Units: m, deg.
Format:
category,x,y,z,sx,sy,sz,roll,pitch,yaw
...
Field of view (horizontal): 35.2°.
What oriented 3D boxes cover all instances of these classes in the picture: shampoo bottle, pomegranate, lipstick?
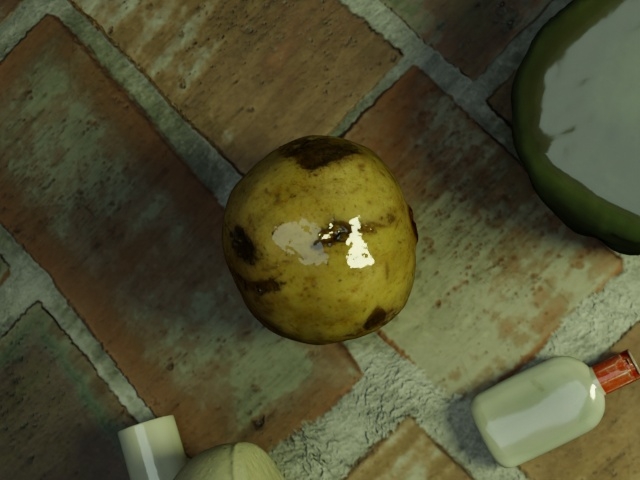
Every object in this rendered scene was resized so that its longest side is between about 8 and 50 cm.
category,x,y,z,sx,sy,sz,roll,pitch,yaw
shampoo bottle,0.311,0.208,1.321,0.221,0.051,0.108,-29,74,14
pomegranate,0.000,0.000,1.335,0.281,0.281,0.281,-2,84,18
lipstick,-0.206,0.420,1.449,0.087,0.087,0.326,-22,78,15

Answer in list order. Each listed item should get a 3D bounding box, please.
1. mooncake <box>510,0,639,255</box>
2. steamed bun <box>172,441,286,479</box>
category,x,y,z,sx,sy,sz,roll,pitch,yaw
mooncake,0.419,-0.157,1.253,0.356,0.194,0.356,-2,84,22
steamed bun,-0.114,0.414,1.316,0.177,0.283,0.283,-28,76,6
